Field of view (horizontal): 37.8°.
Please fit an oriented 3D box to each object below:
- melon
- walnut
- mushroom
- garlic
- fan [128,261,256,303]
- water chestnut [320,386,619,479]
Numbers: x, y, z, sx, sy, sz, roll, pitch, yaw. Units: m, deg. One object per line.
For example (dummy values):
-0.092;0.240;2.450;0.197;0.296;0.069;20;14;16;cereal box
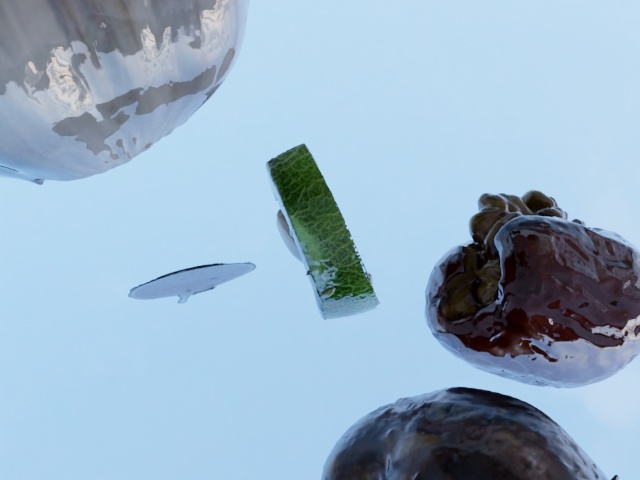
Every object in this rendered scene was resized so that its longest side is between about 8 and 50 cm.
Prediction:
0.000;0.000;0.982;0.064;0.209;0.118;-24;-166;-1;melon
0.266;0.049;1.125;0.269;0.221;0.244;19;-110;-37;walnut
0.005;0.017;1.599;0.212;0.088;0.097;48;-164;10;mushroom
-0.202;-0.178;0.678;0.317;0.259;0.317;-11;-161;4;garlic
-0.088;0.032;0.629;0.085;0.133;0.005;-12;-101;-16;fan
0.131;0.314;0.906;0.335;0.335;0.347;34;-158;28;water chestnut
